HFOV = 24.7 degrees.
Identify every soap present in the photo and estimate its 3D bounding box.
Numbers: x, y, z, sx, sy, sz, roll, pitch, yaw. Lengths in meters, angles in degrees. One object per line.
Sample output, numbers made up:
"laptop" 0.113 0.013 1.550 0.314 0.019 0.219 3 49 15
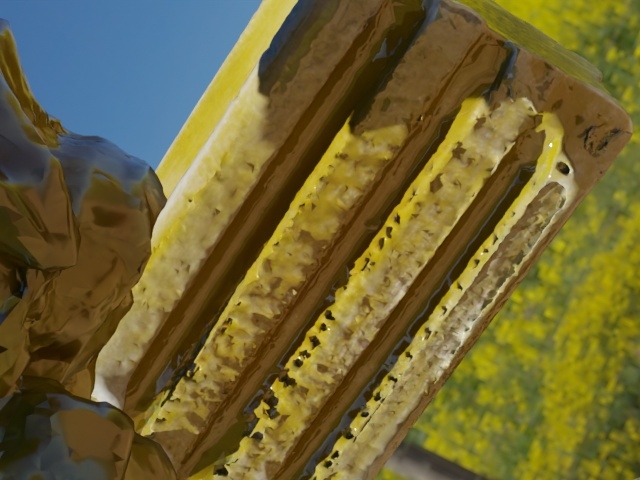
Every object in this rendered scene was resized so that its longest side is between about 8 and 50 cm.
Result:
"soap" 0.000 0.000 0.702 0.274 0.173 0.089 -55 20 19

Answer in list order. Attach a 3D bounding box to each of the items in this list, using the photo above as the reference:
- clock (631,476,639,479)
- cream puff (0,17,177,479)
"clock" 0.312 0.290 1.154 0.053 0.236 0.236 -58 1 33
"cream puff" -0.174 0.025 0.448 0.257 0.291 0.324 -24 46 45
